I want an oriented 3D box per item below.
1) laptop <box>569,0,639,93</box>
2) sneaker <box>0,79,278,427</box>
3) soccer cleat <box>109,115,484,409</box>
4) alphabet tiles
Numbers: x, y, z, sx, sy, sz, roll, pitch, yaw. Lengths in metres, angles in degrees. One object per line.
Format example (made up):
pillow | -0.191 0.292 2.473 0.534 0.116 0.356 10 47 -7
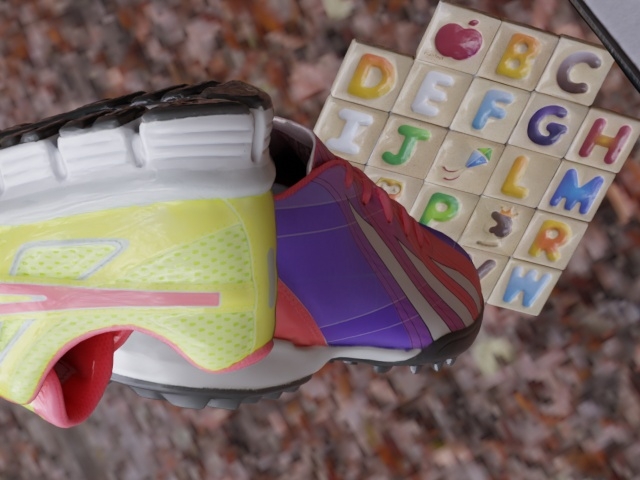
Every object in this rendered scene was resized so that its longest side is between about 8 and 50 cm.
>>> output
laptop | 0.193 -0.135 0.146 0.236 0.382 0.408 54 -171 -31
sneaker | -0.104 0.015 0.513 0.209 0.081 0.094 -8 103 28
soccer cleat | 0.000 0.000 0.787 0.109 0.318 0.116 14 99 28
alphabet tiles | 0.120 -0.050 1.542 0.011 0.285 0.342 -101 30 -55
